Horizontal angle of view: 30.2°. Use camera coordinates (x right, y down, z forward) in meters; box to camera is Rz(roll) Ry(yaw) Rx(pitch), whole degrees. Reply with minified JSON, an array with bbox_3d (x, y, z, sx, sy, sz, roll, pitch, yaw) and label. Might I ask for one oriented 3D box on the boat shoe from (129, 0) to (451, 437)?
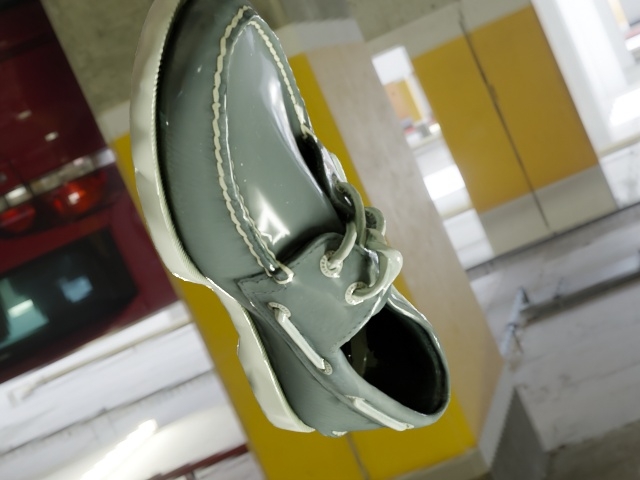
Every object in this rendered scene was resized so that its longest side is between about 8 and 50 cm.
[{"bbox_3d":[0.000,0.000,0.575,0.099,0.319,0.116,7,-124,20],"label":"boat shoe"}]
